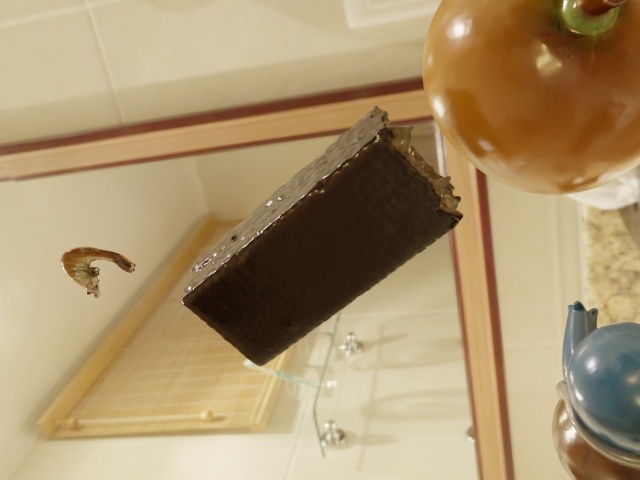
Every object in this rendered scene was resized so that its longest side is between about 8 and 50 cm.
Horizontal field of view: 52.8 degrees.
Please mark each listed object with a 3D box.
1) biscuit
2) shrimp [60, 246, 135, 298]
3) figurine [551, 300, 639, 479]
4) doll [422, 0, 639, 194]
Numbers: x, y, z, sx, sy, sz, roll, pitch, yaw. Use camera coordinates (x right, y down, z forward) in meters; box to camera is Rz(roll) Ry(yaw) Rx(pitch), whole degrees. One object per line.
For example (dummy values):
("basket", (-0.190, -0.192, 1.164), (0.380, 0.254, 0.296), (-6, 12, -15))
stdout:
("biscuit", (0.000, 0.000, 0.554), (0.106, 0.252, 0.070), (44, -158, -19))
("shrimp", (-0.290, 0.045, 0.851), (0.127, 0.091, 0.025), (106, 164, -57))
("figurine", (0.383, 0.240, 0.813), (0.298, 0.243, 0.416), (-126, 25, -44))
("doll", (0.183, -0.144, 0.494), (0.236, 0.214, 0.213), (34, -129, -79))
